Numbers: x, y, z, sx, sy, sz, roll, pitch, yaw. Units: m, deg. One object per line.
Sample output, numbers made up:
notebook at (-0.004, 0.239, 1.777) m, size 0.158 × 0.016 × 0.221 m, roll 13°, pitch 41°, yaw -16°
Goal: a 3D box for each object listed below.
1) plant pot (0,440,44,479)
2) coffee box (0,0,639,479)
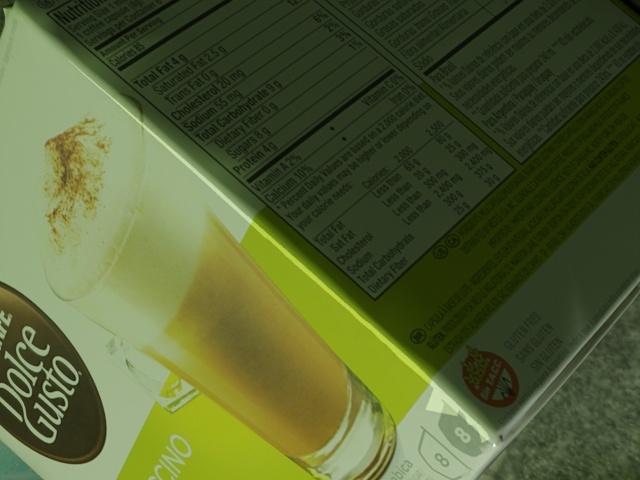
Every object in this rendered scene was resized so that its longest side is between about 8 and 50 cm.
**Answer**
plant pot at (-0.310, 0.107, 1.415) m, size 0.293 × 0.293 × 0.196 m, roll 8°, pitch 99°, yaw 37°
coffee box at (0.000, 0.000, 0.983) m, size 0.334 × 0.338 × 0.337 m, roll 41°, pitch 138°, yaw 9°
